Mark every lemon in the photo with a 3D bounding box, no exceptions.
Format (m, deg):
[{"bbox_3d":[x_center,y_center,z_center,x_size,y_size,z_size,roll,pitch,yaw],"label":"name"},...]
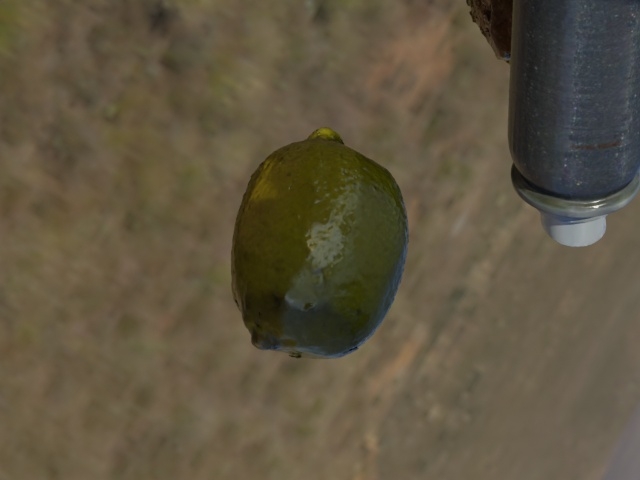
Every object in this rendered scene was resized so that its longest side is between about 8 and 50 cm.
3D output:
[{"bbox_3d":[0.000,0.000,0.897,0.082,0.082,0.110,88,13,-70],"label":"lemon"}]

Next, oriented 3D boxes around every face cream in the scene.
[{"bbox_3d":[0.130,-0.119,0.971,0.073,0.073,0.283,-48,147,-44],"label":"face cream"}]

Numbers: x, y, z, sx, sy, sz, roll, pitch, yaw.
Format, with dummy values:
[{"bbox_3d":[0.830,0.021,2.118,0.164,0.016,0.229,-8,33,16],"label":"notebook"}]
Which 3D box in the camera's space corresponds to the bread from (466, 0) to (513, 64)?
[{"bbox_3d":[0.176,-0.239,1.075,0.109,0.185,0.380,-19,163,-31],"label":"bread"}]
